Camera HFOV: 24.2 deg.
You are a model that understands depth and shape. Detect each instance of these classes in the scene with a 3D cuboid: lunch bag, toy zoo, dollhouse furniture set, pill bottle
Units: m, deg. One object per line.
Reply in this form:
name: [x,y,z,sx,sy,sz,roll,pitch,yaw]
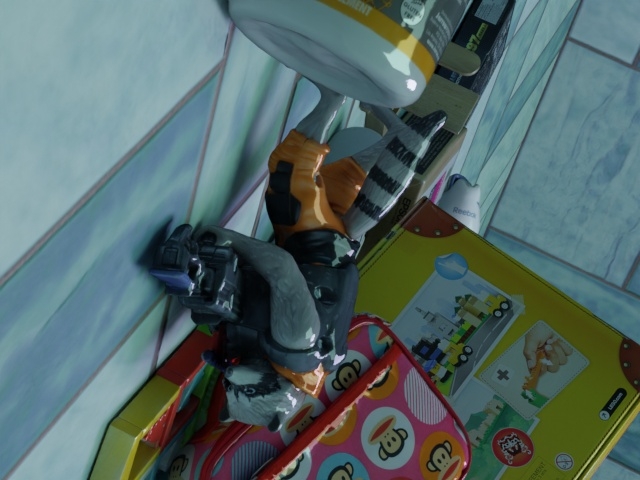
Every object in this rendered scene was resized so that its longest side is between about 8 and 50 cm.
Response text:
lunch bag: [-0.007,0.220,1.545,0.293,0.258,0.120,-42,-168,-29]
toy zoo: [-0.165,0.200,1.461,0.293,0.030,0.192,-50,163,-56]
dollhouse furniture set: [0.131,-0.172,1.775,0.144,0.123,0.151,-59,169,-23]
pill bottle: [0.059,-0.251,1.103,0.278,0.162,0.162,-63,170,-6]

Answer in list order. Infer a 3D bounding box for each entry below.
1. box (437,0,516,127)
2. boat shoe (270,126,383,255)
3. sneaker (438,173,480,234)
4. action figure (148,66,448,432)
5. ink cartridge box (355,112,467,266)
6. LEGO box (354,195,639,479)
box: [0.209,-0.233,2.212,0.232,0.059,0.183,-61,170,-17]
boat shoe: [0.000,0.000,1.651,0.088,0.096,0.267,85,24,-63]
sneaker: [0.191,-0.040,2.304,0.297,0.111,0.129,-157,-95,-75]
action figure: [-0.021,0.014,1.335,0.341,0.178,0.330,18,89,-78]
ink cartridge box: [0.103,-0.044,2.065,0.193,0.088,0.234,-48,161,-54]
LEGO box: [0.114,0.246,1.790,0.500,0.372,0.193,-45,162,-29]
